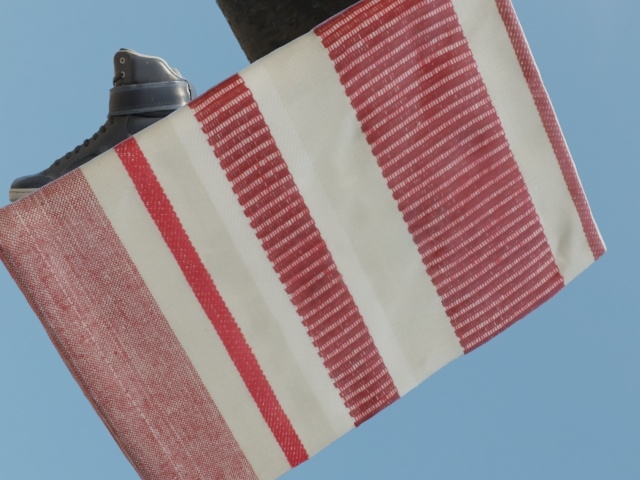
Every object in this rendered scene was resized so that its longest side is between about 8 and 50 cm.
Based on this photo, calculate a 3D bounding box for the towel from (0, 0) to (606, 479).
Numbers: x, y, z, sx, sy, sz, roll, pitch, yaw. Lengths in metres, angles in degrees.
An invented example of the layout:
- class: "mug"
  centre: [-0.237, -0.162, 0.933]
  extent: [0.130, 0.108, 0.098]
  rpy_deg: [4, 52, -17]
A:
- class: "towel"
  centre: [0.000, 0.000, 0.809]
  extent: [0.237, 0.329, 0.037]
  rpy_deg: [64, -12, -27]

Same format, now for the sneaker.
- class: "sneaker"
  centre: [-0.239, -0.121, 1.492]
  extent: [0.226, 0.086, 0.163]
  rpy_deg: [-9, -92, 7]

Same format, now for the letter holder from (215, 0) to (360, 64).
- class: "letter holder"
  centre: [0.066, -0.111, 1.123]
  extent: [0.152, 0.214, 0.302]
  rpy_deg: [-37, -139, 8]
